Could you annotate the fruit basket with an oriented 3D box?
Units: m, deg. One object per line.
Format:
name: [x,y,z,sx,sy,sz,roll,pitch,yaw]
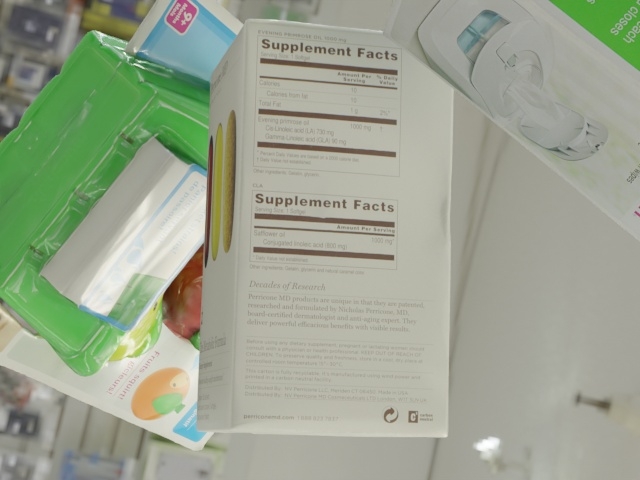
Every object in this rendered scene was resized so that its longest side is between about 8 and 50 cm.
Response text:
fruit basket: [-0.099,0.007,1.122,0.327,0.353,0.165,-50,-137,3]

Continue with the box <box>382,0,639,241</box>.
box: [0.208,-0.148,0.750,0.262,0.231,0.127,-45,169,-20]

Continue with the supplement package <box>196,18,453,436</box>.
supplement package: [0.000,0.000,0.886,0.139,0.133,0.244,149,-56,-74]
